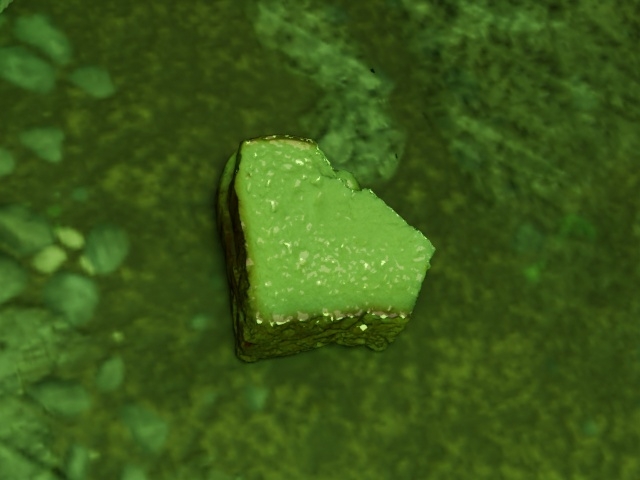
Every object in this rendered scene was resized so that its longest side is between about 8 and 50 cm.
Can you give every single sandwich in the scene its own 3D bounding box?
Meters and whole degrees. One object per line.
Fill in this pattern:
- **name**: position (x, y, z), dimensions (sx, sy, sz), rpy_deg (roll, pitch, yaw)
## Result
- **sandwich**: position (0.000, 0.000, 0.853), dimensions (0.093, 0.036, 0.105), rpy_deg (-6, 63, -16)

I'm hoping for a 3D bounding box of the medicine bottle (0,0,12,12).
- **medicine bottle**: position (-0.161, -0.176, 0.818), dimensions (0.088, 0.188, 0.132), rpy_deg (3, 62, -12)
